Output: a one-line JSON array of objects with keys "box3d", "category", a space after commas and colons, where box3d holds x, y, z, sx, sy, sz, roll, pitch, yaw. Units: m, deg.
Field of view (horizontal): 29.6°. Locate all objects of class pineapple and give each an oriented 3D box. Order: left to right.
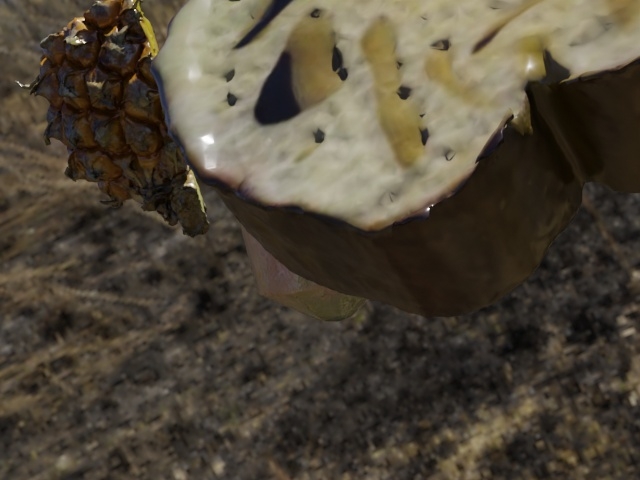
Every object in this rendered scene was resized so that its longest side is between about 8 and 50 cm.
[{"box3d": [-0.274, -0.117, 1.580, 0.209, 0.286, 0.344, -14, -18, -2], "category": "pineapple"}]

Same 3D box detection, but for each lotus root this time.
[{"box3d": [0.080, -0.147, 0.710, 0.390, 0.111, 0.375, -25, 53, 19], "category": "lotus root"}]

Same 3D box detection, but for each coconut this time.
[{"box3d": [0.000, 0.000, 0.880, 0.116, 0.122, 0.116, -13, 9, 2], "category": "coconut"}]
